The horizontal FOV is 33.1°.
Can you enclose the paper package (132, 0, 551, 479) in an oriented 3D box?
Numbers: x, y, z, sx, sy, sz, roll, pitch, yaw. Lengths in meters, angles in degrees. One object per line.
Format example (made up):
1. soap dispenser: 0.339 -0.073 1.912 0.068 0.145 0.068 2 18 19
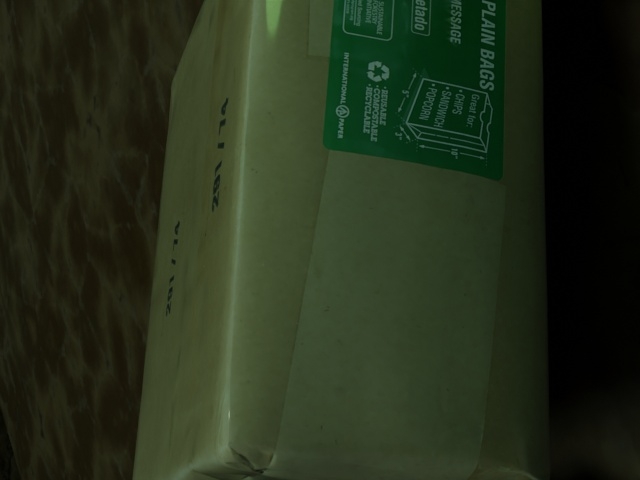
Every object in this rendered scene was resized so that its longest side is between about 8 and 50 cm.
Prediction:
1. paper package: 0.000 0.000 0.650 0.309 0.168 0.325 135 141 -65
